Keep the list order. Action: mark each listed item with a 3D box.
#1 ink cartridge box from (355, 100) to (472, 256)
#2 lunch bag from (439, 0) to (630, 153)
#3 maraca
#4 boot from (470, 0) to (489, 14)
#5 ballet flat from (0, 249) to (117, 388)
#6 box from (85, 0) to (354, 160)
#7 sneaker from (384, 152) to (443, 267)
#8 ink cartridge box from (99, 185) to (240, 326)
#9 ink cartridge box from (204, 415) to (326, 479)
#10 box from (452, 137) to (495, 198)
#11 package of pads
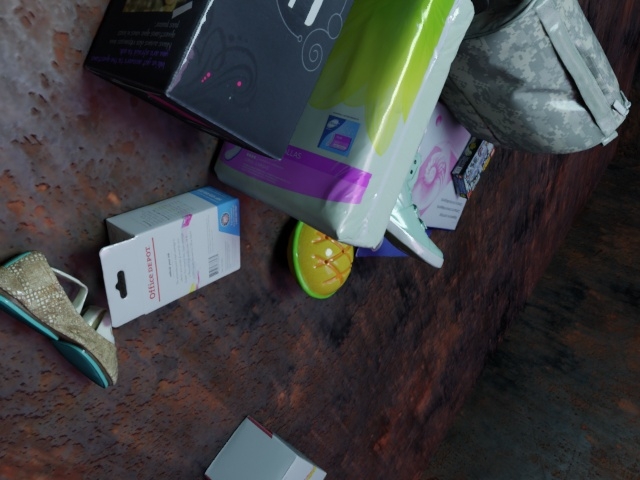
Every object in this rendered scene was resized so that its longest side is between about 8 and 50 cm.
[{"bbox_3d":[0.231,-0.106,1.083,0.324,0.071,0.330,1,109,-55],"label":"ink cartridge box"},{"bbox_3d":[0.326,-0.286,0.822,0.212,0.256,0.305,-47,122,5],"label":"lunch bag"},{"bbox_3d":[0.000,0.000,0.815,0.127,0.099,0.185,10,78,-52],"label":"maraca"},{"bbox_3d":[0.142,-0.439,0.582,0.264,0.096,0.280,-5,91,-56],"label":"boot"},{"bbox_3d":[-0.260,0.085,0.539,0.067,0.073,0.206,-61,153,-32],"label":"ballet flat"},{"bbox_3d":[-0.077,-0.242,0.502,0.165,0.143,0.270,21,95,-56],"label":"box"},{"bbox_3d":[0.163,-0.067,0.900,0.256,0.094,0.151,41,83,-23],"label":"sneaker"},{"bbox_3d":[-0.182,0.013,0.599,0.181,0.062,0.104,-27,131,-43],"label":"ink cartridge box"},{"bbox_3d":[-0.094,0.430,0.934,0.127,0.128,0.176,-52,146,-18],"label":"ink cartridge box"},{"bbox_3d":[0.331,-0.169,1.092,0.137,0.027,0.094,-58,148,-13],"label":"box"},{"bbox_3d":[0.014,-0.168,0.599,0.101,0.229,0.296,15,99,-52],"label":"package of pads"}]
